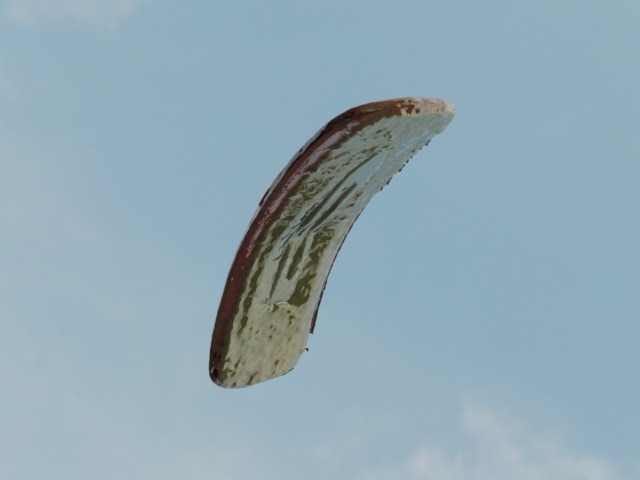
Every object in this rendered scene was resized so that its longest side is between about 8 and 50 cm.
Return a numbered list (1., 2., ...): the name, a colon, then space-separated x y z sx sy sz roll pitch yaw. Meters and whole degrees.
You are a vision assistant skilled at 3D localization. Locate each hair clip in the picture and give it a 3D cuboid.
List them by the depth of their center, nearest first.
1. hair clip: 0.000 -0.001 0.540 0.022 0.054 0.137 52 -50 30
